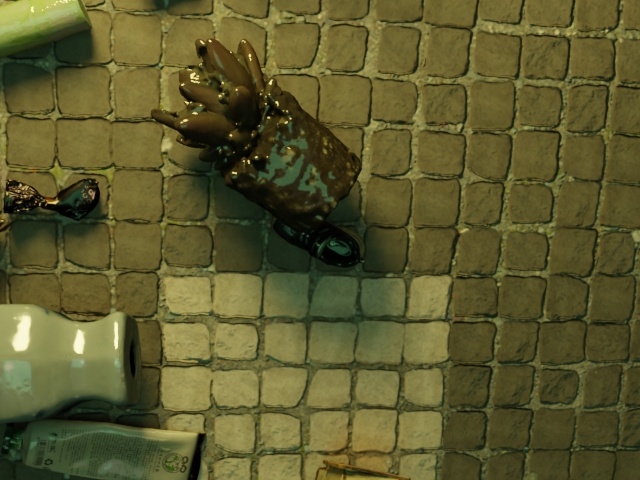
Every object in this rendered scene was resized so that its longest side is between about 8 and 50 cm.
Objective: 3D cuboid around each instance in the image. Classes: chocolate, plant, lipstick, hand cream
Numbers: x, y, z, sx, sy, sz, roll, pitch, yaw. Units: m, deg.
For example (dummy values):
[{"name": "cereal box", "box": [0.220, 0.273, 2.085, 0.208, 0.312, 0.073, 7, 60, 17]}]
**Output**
[{"name": "chocolate", "box": [-0.425, -0.064, 1.482, 0.147, 0.070, 0.072, 3, 130, -7]}, {"name": "plant", "box": [-0.092, -0.167, 1.432, 0.320, 0.181, 0.194, 39, 91, -12]}, {"name": "lipstick", "box": [-0.502, -0.308, 1.408, 0.304, 0.076, 0.076, -19, 105, -2]}, {"name": "hand cream", "box": [-0.365, 0.359, 1.593, 0.336, 0.076, 0.121, 12, 107, -16]}]

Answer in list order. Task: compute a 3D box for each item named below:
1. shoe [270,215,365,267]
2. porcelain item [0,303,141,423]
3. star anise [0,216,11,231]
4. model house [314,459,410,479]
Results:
[{"name": "shoe", "box": [0.000, 0.000, 1.529, 0.169, 0.099, 0.071, 25, 101, -11]}, {"name": "porcelain item", "box": [-0.491, 0.192, 1.448, 0.405, 0.242, 0.179, -2, 81, -2]}, {"name": "star anise", "box": [-0.614, -0.002, 1.459, 0.220, 0.099, 0.214, 24, 85, -7]}, {"name": "model house", "box": [0.062, 0.503, 1.608, 0.169, 0.244, 0.326, 11, 135, -8]}]
